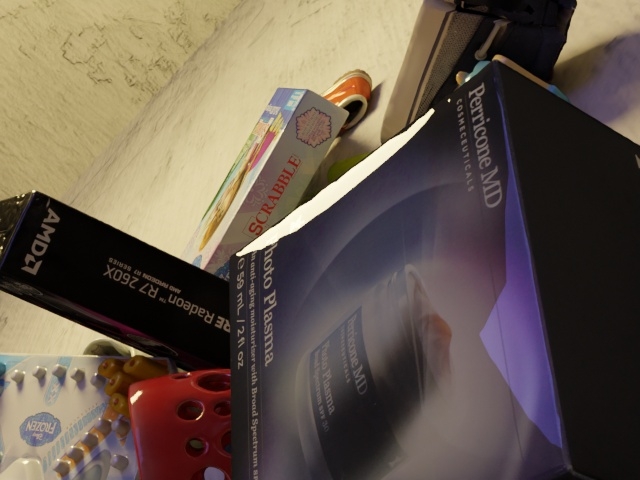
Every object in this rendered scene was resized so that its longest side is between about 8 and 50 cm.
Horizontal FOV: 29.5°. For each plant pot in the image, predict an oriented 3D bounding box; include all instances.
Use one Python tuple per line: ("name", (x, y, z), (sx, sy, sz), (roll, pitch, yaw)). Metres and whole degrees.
("plant pot", (-0.061, 0.198, 1.015), (0.174, 0.191, 0.191), (-8, 20, -7))

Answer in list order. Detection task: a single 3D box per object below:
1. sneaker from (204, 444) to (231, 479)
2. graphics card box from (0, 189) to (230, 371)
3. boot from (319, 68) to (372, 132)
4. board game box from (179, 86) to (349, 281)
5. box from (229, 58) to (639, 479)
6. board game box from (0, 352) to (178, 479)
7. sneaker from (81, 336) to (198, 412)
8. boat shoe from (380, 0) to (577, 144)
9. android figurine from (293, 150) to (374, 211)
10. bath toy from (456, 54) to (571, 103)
("sneaker", (-0.107, 0.266, 1.196), (0.235, 0.094, 0.153), (-26, 30, 49))
("graphics card box", (-0.181, 0.068, 1.296), (0.233, 0.371, 0.094), (-2, 63, 64))
("boot", (0.011, -0.179, 1.777), (0.158, 0.059, 0.084), (-40, 27, 26))
("board game box", (-0.092, -0.053, 1.621), (0.318, 0.066, 0.318), (-60, 11, 2))
("box", (0.090, 0.090, 0.832), (0.294, 0.183, 0.296), (-35, 45, 36))
("board game box", (-0.349, 0.297, 1.301), (0.390, 0.050, 0.390), (-4, 61, 44))
("sneaker", (-0.209, 0.155, 1.487), (0.114, 0.152, 0.305), (-43, 7, 7))
("boat shoe", (0.171, -0.180, 1.364), (0.340, 0.158, 0.127), (104, -170, -66))
("android figurine", (0.000, 0.000, 1.490), (0.273, 0.056, 0.248), (-13, 42, 58))
("bath toy", (0.108, -0.019, 1.201), (0.348, 0.129, 0.151), (-54, -24, -14))
